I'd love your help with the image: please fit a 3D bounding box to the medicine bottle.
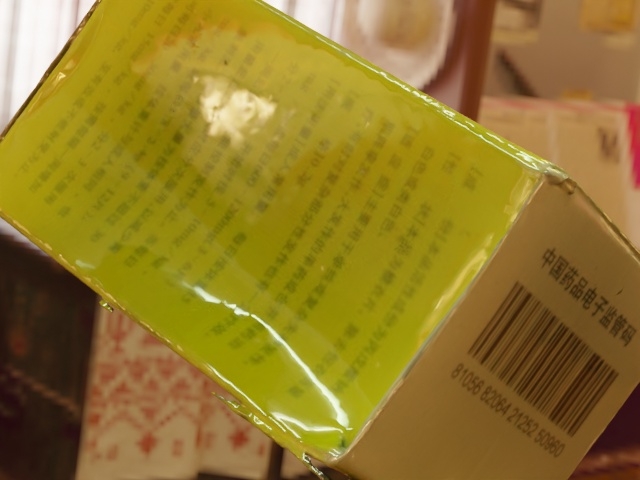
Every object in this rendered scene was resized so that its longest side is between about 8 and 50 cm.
[{"bbox_3d":[0.000,0.000,0.725,0.250,0.141,0.137,34,-4,39],"label":"medicine bottle"}]
